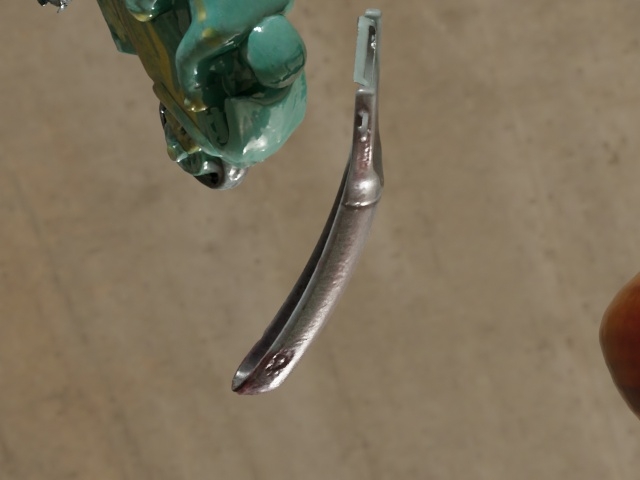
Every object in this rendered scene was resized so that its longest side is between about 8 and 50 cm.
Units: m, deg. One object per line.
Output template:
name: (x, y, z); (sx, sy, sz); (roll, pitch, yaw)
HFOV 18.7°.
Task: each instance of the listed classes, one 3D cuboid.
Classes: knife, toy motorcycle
knife: (0.002, 0.001, 1.235); (0.123, 0.053, 0.278); (-75, -176, -57)
toy motorcycle: (-0.089, -0.154, 1.250); (0.198, 0.109, 0.296); (14, -49, 55)

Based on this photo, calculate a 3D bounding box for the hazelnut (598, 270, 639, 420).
hazelnut: (0.308, 0.084, 1.371); (0.210, 0.210, 0.186); (62, 6, -49)
